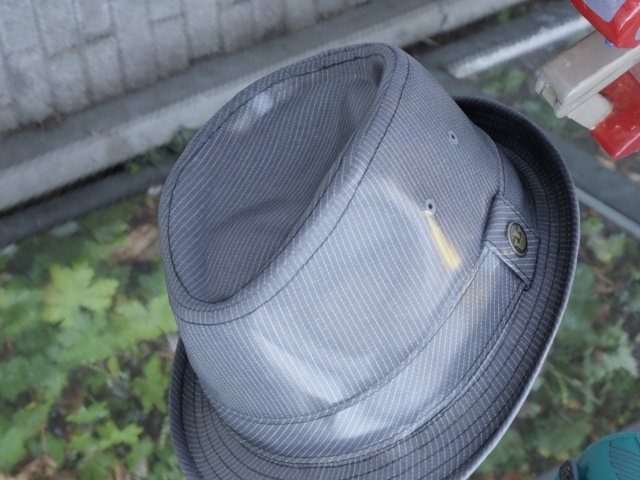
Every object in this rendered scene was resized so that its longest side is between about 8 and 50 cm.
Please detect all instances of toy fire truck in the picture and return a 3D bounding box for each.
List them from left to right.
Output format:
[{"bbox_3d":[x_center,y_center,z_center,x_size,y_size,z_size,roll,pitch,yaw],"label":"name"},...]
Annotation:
[{"bbox_3d":[0.135,-0.090,0.513,0.135,0.047,0.192,-46,161,31],"label":"toy fire truck"}]

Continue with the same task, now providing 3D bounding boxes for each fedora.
[{"bbox_3d":[0.000,0.000,0.631,0.124,0.244,0.275,51,53,-38],"label":"fedora"}]

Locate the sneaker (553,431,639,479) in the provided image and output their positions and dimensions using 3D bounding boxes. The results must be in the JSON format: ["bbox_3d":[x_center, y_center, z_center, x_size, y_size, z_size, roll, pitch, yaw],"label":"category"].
[{"bbox_3d":[0.200,0.206,0.768,0.295,0.124,0.178,64,38,-69],"label":"sneaker"}]
